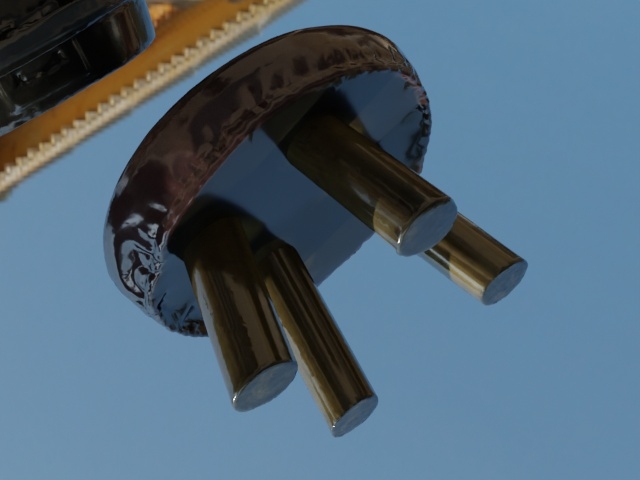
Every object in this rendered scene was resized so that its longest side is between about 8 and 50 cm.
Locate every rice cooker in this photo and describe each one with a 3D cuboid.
[{"bbox_3d":[-0.277,-0.215,1.083,0.267,0.267,0.224,-37,-67,-27],"label":"rice cooker"}]

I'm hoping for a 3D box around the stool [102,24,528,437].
[{"bbox_3d":[0.000,0.000,0.938,0.272,0.272,0.178,-27,-120,-23],"label":"stool"}]
